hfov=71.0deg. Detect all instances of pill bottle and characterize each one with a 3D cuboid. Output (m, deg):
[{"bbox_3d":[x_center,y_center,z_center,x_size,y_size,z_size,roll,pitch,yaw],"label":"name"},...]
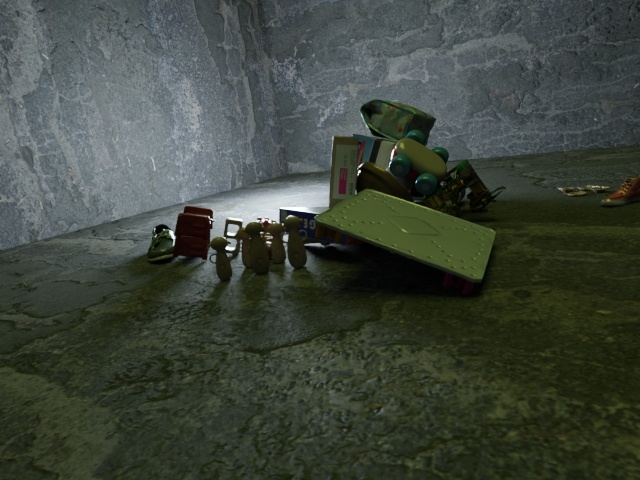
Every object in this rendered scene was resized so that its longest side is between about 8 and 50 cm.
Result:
[{"bbox_3d":[0.549,-0.198,1.859,0.094,0.094,0.169,-1,16,28],"label":"pill bottle"}]

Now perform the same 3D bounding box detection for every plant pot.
[{"bbox_3d":[0.206,-0.162,1.598,0.110,0.237,0.237,-50,22,-4],"label":"plant pot"}]

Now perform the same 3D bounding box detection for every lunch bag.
[{"bbox_3d":[0.316,-0.505,1.909,0.262,0.160,0.223,30,22,31],"label":"lunch bag"}]

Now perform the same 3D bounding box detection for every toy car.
[{"bbox_3d":[0.321,-0.237,1.651,0.219,0.210,0.238,-58,3,-40],"label":"toy car"}]

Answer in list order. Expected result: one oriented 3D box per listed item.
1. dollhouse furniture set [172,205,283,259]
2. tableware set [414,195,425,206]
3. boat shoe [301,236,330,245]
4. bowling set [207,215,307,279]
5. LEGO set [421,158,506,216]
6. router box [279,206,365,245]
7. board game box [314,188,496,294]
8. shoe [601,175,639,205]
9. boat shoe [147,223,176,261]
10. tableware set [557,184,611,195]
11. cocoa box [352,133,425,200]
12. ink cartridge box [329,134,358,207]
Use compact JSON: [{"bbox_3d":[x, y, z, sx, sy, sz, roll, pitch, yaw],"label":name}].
[{"bbox_3d":[-0.327,-0.016,1.622,0.374,0.152,0.201,7,11,-10],"label":"dollhouse furniture set"},{"bbox_3d":[0.363,-0.159,1.827,0.154,0.024,0.104,-2,-28,19],"label":"tableware set"},{"bbox_3d":[-0.001,0.000,1.511,0.153,0.048,0.056,7,10,28],"label":"boat shoe"},{"bbox_3d":[-0.188,0.004,1.354,0.286,0.154,0.200,-10,14,-7],"label":"bowling set"},{"bbox_3d":[0.508,-0.146,1.625,0.255,0.192,0.331,-36,6,12],"label":"LEGO set"},{"bbox_3d":[0.081,-0.056,1.454,0.301,0.082,0.335,-5,11,-40],"label":"router box"},{"bbox_3d":[0.229,-0.018,1.141,0.389,0.050,0.390,21,24,18],"label":"board game box"},{"bbox_3d":[1.009,-0.167,1.487,0.177,0.081,0.063,-12,14,-13],"label":"shoe"},{"bbox_3d":[-0.607,0.005,1.710,0.116,0.099,0.319,-12,14,-15],"label":"boat shoe"},{"bbox_3d":[1.016,-0.198,1.738,0.168,0.020,0.141,-8,14,1],"label":"tableware set"},{"bbox_3d":[0.300,-0.313,1.947,0.347,0.232,0.228,-3,23,-45],"label":"cocoa box"},{"bbox_3d":[0.081,-0.229,1.527,0.088,0.235,0.193,4,9,3],"label":"ink cartridge box"}]
